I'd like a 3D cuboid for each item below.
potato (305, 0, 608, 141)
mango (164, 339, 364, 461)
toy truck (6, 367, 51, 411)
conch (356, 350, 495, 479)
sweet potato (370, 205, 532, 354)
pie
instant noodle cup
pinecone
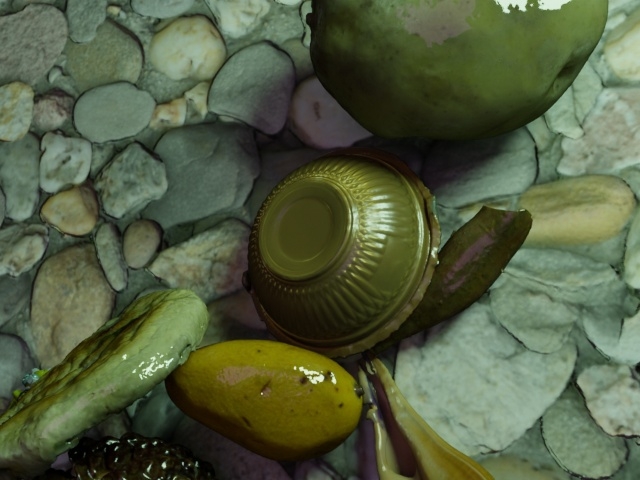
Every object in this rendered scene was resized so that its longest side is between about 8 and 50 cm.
[{"bbox_3d":[0.150,-0.232,0.901,0.327,0.221,0.243,-11,85,6],"label":"potato"},{"bbox_3d":[-0.067,0.182,0.901,0.228,0.147,0.109,9,35,0],"label":"mango"},{"bbox_3d":[-0.380,0.220,1.041,0.077,0.076,0.111,21,83,42],"label":"toy truck"},{"bbox_3d":[0.126,0.256,0.866,0.109,0.093,0.330,-48,46,20],"label":"conch"},{"bbox_3d":[0.149,0.048,0.914,0.243,0.077,0.077,-48,67,14],"label":"sweet potato"},{"bbox_3d":[-0.253,0.154,0.889,0.338,0.337,0.075,-36,99,6],"label":"pie"},{"bbox_3d":[0.000,0.000,0.928,0.274,0.091,0.273,-11,67,28],"label":"instant noodle cup"},{"bbox_3d":[-0.235,0.355,0.871,0.246,0.246,0.292,44,110,22],"label":"pinecone"}]
